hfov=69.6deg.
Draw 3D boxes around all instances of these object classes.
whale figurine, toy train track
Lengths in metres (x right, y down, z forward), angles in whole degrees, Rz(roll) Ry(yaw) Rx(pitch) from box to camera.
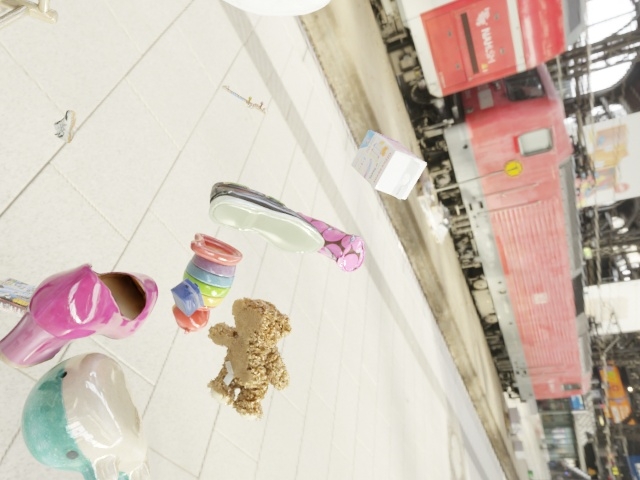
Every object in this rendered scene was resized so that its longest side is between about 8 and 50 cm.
[{"bbox_3d":[-0.362,0.309,0.732,0.216,0.141,0.272,-125,-160,-54],"label":"whale figurine"},{"bbox_3d":[-0.120,-0.230,0.741,0.083,0.014,0.048,30,23,0],"label":"toy train track"}]

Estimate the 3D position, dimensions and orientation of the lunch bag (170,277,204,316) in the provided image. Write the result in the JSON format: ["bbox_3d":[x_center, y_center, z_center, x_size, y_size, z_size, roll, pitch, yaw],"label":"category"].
[{"bbox_3d":[-0.358,0.149,1.251,0.065,0.067,0.098,-39,152,-30],"label":"lunch bag"}]

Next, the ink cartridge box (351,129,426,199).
[{"bbox_3d":[0.148,-0.161,0.991,0.090,0.092,0.143,14,25,-31],"label":"ink cartridge box"}]

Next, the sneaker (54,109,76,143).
[{"bbox_3d":[-0.520,-0.233,0.931,0.037,0.083,0.032,26,43,-15],"label":"sneaker"}]

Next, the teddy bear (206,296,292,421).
[{"bbox_3d":[-0.179,0.298,1.173,0.113,0.245,0.338,-11,106,-60],"label":"teddy bear"}]

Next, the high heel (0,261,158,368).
[{"bbox_3d":[-0.331,0.084,0.772,0.127,0.181,0.377,48,10,-5],"label":"high heel"}]

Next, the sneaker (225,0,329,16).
[{"bbox_3d":[-0.080,-0.308,0.503,0.292,0.169,0.108,-1,120,-31],"label":"sneaker"}]

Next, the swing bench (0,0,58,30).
[{"bbox_3d":[-0.409,-0.353,0.435,0.254,0.253,0.165,28,45,-12],"label":"swing bench"}]

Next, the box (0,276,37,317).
[{"bbox_3d":[-0.627,0.123,0.966,0.094,0.137,0.027,-62,172,-79],"label":"box"}]

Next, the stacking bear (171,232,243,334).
[{"bbox_3d":[-0.366,0.148,1.427,0.175,0.164,0.289,-124,-123,-75],"label":"stacking bear"}]

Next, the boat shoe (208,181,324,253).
[{"bbox_3d":[-0.090,-0.042,0.825,0.227,0.081,0.069,23,36,-32],"label":"boat shoe"}]

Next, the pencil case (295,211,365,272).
[{"bbox_3d":[0.000,0.000,1.062,0.098,0.209,0.095,-29,128,-39],"label":"pencil case"}]
